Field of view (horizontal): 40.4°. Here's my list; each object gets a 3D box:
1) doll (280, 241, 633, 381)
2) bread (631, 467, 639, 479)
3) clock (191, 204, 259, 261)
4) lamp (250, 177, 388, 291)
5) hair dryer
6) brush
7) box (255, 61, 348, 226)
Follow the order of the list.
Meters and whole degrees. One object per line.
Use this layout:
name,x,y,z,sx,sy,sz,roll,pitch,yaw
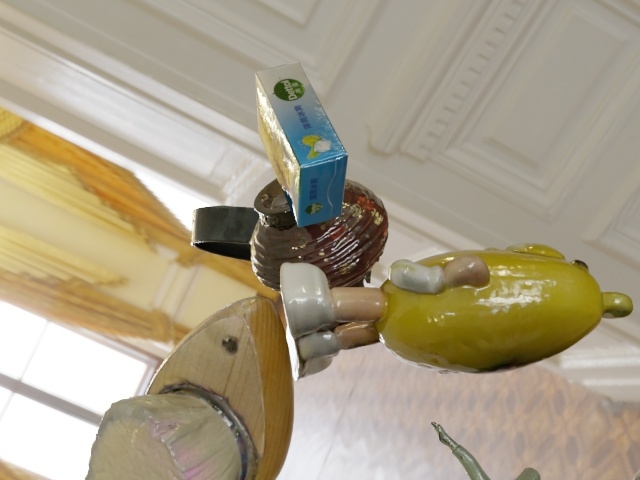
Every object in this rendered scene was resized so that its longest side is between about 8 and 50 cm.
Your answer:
doll,0.141,0.108,1.142,0.348,0.423,0.161,134,140,-54
bread,0.609,0.508,1.419,0.376,0.253,0.348,-51,-7,-37
clock,-0.097,0.000,1.907,0.386,0.387,0.076,162,117,-74
lamp,0.000,0.000,1.438,0.247,0.247,0.247,-59,13,22
hair dryer,0.262,0.351,1.339,0.167,0.199,0.067,-6,-31,-50
brush,-0.128,0.185,0.911,0.166,0.174,0.266,-23,-45,-61
box,-0.030,-0.139,1.257,0.139,0.073,0.194,93,158,-54
